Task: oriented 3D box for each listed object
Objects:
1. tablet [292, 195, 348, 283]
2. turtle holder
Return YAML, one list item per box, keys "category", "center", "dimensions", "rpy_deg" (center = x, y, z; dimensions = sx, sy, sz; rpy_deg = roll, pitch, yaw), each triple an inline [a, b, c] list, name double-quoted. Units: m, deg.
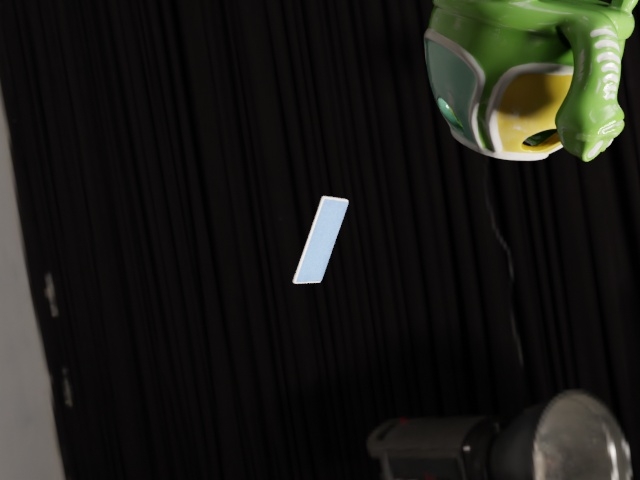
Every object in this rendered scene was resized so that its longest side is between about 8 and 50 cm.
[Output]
- category: "tablet"
  center: [0.000, 0.000, 0.807]
  dimensions: [0.006, 0.083, 0.054]
  rpy_deg: [23, -171, 26]
- category: "turtle holder"
  center: [0.269, -0.215, 1.078]
  dimensions: [0.243, 0.227, 0.320]
  rpy_deg: [-14, -148, -43]
